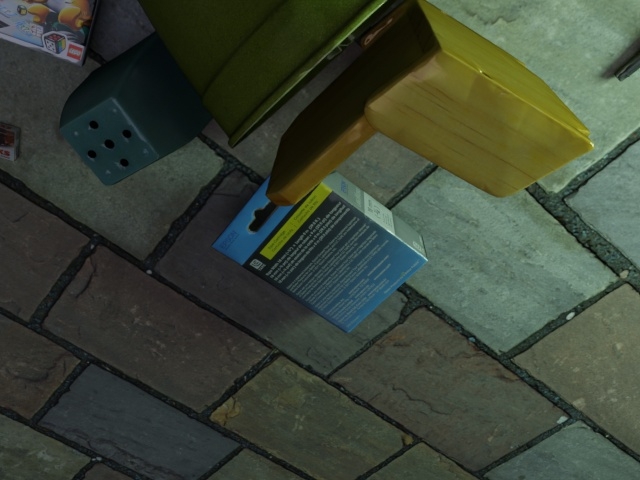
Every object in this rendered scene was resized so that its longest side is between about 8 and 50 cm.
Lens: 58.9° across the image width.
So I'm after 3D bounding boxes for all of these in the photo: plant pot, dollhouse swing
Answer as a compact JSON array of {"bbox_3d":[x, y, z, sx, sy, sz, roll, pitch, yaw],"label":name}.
[{"bbox_3d":[-0.294,-0.197,0.899,0.166,0.234,0.165,-24,119,18],"label":"plant pot"},{"bbox_3d":[0.136,-0.154,0.836,0.315,0.346,0.305,27,120,-14],"label":"dollhouse swing"},{"bbox_3d":[-0.100,-0.375,0.737,0.366,0.366,0.353,-37,102,24],"label":"plant pot"}]

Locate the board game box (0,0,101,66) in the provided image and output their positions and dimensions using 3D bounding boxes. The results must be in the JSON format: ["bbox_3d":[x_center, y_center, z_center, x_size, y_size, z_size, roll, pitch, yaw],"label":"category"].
[{"bbox_3d":[-0.480,-0.402,0.823,0.305,0.053,0.192,15,110,-23],"label":"board game box"}]

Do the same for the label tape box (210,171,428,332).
[{"bbox_3d":[0.000,0.000,1.088,0.334,0.106,0.240,35,118,-17],"label":"label tape box"}]

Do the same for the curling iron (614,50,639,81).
[{"bbox_3d":[0.589,-0.341,0.876,0.274,0.035,0.068,-37,114,23],"label":"curling iron"}]

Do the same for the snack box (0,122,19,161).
[{"bbox_3d":[-0.648,-0.202,1.041,0.178,0.022,0.064,16,124,-8],"label":"snack box"}]
